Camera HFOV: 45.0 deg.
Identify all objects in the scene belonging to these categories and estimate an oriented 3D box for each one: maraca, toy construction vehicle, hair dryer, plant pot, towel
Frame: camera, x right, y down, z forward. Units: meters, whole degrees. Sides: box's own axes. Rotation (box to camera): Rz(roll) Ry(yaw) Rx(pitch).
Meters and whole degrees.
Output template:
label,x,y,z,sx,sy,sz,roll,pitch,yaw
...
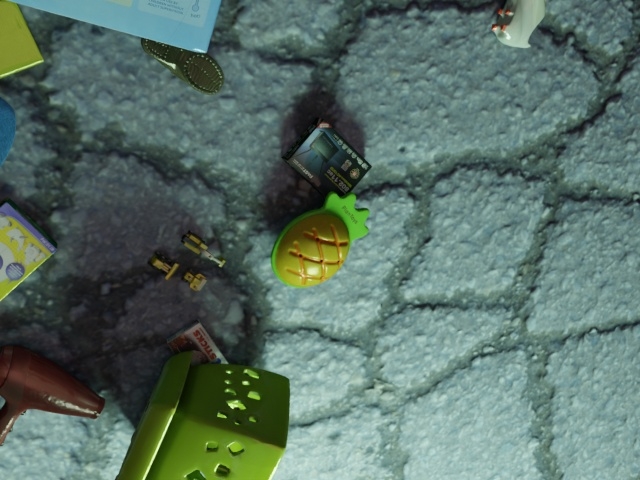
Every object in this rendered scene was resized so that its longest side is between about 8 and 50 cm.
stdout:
label,x,y,z,sx,sy,sz,roll,pitch,yaw
maraca,0.000,0.000,1.265,0.185,0.099,0.127,-44,126,1
toy construction vehicle,-0.213,0.035,1.241,0.098,0.035,0.086,39,90,-23
hair dryer,-0.487,0.262,1.203,0.293,0.080,0.224,-6,121,-11
plant pot,-0.186,0.317,1.209,0.207,0.227,0.228,23,105,-8
towel,-0.521,-0.254,1.077,0.237,0.021,0.102,-25,115,-12

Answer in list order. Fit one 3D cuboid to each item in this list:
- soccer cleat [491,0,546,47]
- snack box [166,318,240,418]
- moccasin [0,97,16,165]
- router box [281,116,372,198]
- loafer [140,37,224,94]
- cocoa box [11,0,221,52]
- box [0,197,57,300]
label,x,y,z,sx,sy,sz,roll,pitch,yaw
soccer cleat,0.356,-0.422,1.300,0.076,0.068,0.196,14,106,-26
snack box,-0.185,0.220,1.303,0.064,0.022,0.178,-33,111,-6
moccasin,-0.540,-0.055,1.071,0.342,0.117,0.138,-53,132,-8
router box,0.011,-0.129,1.271,0.122,0.038,0.092,41,89,-22
loafer,-0.207,-0.273,1.160,0.148,0.050,0.056,35,95,-38
cocoa box,-0.285,-0.416,0.967,0.347,0.228,0.231,11,120,-21
box,-0.494,0.034,1.145,0.179,0.043,0.105,-43,112,-2
